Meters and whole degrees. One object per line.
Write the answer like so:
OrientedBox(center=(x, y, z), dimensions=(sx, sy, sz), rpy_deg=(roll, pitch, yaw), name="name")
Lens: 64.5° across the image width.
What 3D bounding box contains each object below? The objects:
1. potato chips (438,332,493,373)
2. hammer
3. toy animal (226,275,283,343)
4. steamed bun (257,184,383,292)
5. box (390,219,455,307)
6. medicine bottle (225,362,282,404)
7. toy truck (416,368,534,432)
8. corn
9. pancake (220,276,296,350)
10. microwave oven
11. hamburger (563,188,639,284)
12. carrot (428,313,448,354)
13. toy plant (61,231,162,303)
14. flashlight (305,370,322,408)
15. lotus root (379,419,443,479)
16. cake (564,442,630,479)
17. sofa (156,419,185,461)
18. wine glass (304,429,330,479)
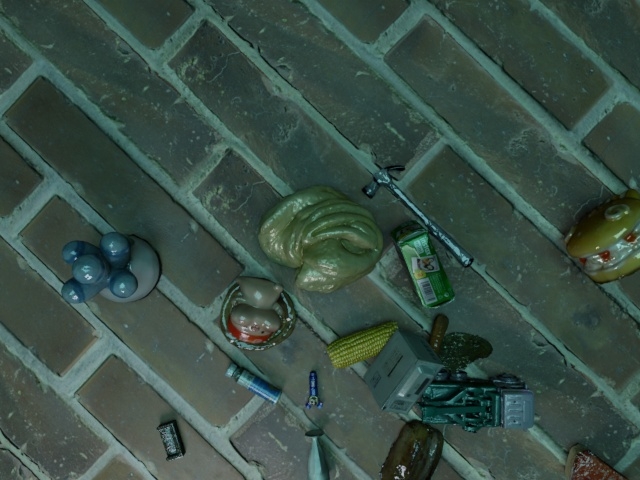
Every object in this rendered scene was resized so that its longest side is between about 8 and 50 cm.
OrientedBox(center=(0.439, 0.357, 1.616), dimensions=(0.209, 0.026, 0.142), rpy_deg=(8, 60, 11), name="potato chips")
OrientedBox(center=(0.328, -0.066, 1.638), dimensions=(0.152, 0.044, 0.427), rpy_deg=(-43, 90, 0), name="hammer")
OrientedBox(center=(-0.203, 0.215, 1.561), dimensions=(0.171, 0.171, 0.198), rpy_deg=(11, 84, 1), name="toy animal")
OrientedBox(center=(0.006, -0.001, 1.555), dimensions=(0.372, 0.230, 0.325), rpy_deg=(43, 94, -1), name="steamed bun")
OrientedBox(center=(0.308, 0.070, 1.552), dimensions=(0.103, 0.180, 0.250), rpy_deg=(-23, 103, 3), name="box")
OrientedBox(center=(-0.217, 0.465, 1.645), dimensions=(0.191, 0.051, 0.051), rpy_deg=(30, 91, 0), name="medicine bottle")
OrientedBox(center=(0.473, 0.506, 1.571), dimensions=(0.363, 0.178, 0.177), rpy_deg=(1, 90, -2), name="toy truck")
OrientedBox(center=(0.140, 0.331, 1.616), dimensions=(0.244, 0.093, 0.093), rpy_deg=(-22, 90, 1), name="corn")
OrientedBox(center=(-0.208, 0.241, 1.653), dimensions=(0.249, 0.031, 0.250), rpy_deg=(0, 90, 2), name="pancake")
OrientedBox(center=(0.253, 0.402, 1.546), dimensions=(0.122, 0.162, 0.208), rpy_deg=(19, 112, -31), name="microwave oven")
OrientedBox(center=(0.892, -0.028, 1.526), dimensions=(0.302, 0.261, 0.186), rpy_deg=(-36, 85, -17), name="hamburger")
OrientedBox(center=(0.362, 0.324, 1.610), dimensions=(0.047, 0.047, 0.191), rpy_deg=(24, 71, 1), name="carrot")
OrientedBox(center=(-0.639, 0.087, 1.515), dimensions=(0.247, 0.332, 0.247), rpy_deg=(0, 88, 2), name="toy plant")
OrientedBox(center=(-0.022, 0.488, 1.648), dimensions=(0.057, 0.035, 0.121), rpy_deg=(-1, 91, 2), name="flashlight")
OrientedBox(center=(0.283, 0.748, 1.623), dimensions=(0.167, 0.078, 0.330), rpy_deg=(20, 90, 3), name="lotus root")
OrientedBox(center=(0.891, 0.714, 1.604), dimensions=(0.220, 0.086, 0.117), rpy_deg=(5, 93, 2), name="cake")
OrientedBox(center=(-0.489, 0.654, 1.657), dimensions=(0.060, 0.039, 0.118), rpy_deg=(-17, 90, 2), name="sofa")
OrientedBox(center=(-0.010, 0.697, 1.633), dimensions=(0.073, 0.073, 0.155), rpy_deg=(-3, 88, 1), name="wine glass")
